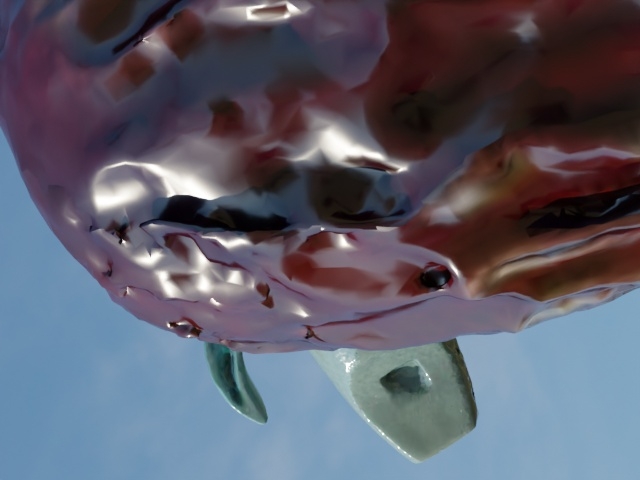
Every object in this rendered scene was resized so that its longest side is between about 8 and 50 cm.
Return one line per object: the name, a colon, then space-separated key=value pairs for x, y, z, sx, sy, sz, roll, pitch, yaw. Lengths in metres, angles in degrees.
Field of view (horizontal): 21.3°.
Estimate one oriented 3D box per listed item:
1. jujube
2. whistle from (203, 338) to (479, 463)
jujube: x=0.068 y=-0.096 z=0.639 sx=0.258 sy=0.377 sz=0.258 roll=54 pitch=-159 yaw=-32
whistle: x=0.000 y=0.000 z=0.944 sx=0.274 sy=0.186 sz=0.093 roll=58 pitch=-178 yaw=-9
